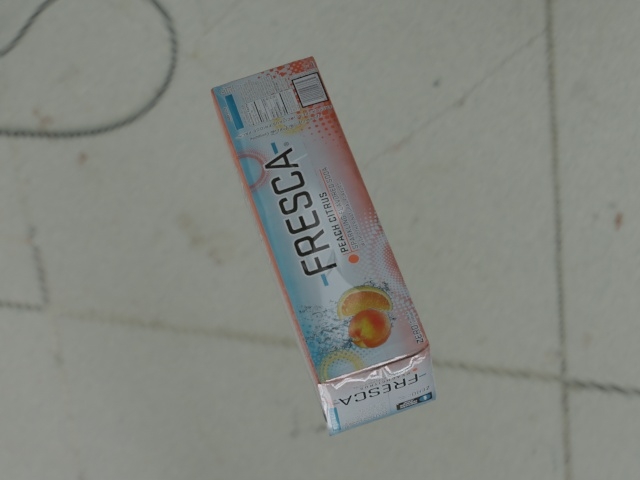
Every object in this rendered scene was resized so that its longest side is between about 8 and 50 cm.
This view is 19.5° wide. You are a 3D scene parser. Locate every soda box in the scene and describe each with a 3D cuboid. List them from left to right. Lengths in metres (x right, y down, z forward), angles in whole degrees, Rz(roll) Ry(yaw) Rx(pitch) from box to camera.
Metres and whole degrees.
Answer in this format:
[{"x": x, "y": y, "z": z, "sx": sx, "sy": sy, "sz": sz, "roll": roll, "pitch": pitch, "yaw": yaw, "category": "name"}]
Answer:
[{"x": 0.000, "y": 0.000, "z": 0.925, "sx": 0.058, "sy": 0.183, "sz": 0.063, "roll": -18, "pitch": 148, "yaw": -3, "category": "soda box"}]
